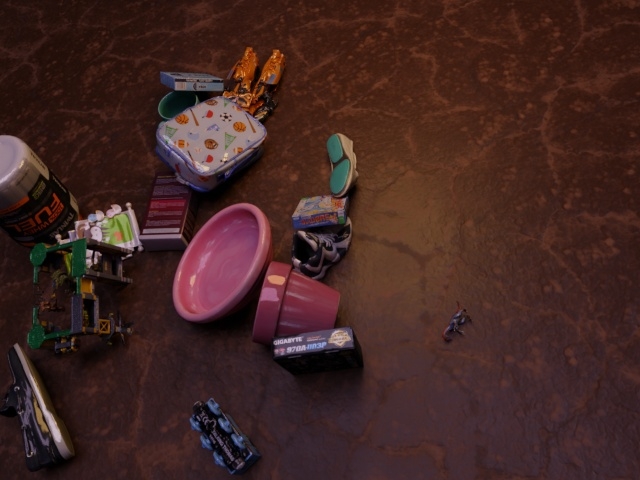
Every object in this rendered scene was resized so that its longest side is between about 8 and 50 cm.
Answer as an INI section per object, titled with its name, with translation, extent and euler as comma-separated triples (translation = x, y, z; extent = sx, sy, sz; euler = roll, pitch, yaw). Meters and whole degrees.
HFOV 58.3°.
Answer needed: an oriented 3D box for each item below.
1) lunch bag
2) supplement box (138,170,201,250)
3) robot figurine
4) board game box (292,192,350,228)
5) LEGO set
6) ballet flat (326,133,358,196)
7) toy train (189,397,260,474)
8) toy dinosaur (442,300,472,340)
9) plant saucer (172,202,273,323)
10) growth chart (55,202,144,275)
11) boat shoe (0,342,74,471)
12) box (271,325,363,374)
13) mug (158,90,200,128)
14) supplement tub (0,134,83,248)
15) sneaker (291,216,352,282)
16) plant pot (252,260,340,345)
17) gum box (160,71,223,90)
[lunch bag]
translation = -0.317, -0.278, 1.678
extent = 0.243, 0.115, 0.303
euler = 41, 56, 10
[supplement box]
translation = -0.430, -0.089, 1.661
extent = 0.130, 0.073, 0.239
euler = -1, 59, 10
[robot figurine]
translation = -0.230, -0.497, 1.863
extent = 0.211, 0.085, 0.291
euler = 10, 61, 18
[board game box]
translation = 0.006, -0.081, 1.518
extent = 0.136, 0.035, 0.201
euler = -7, 17, 7
[LEGO set]
translation = -0.621, 0.145, 1.525
extent = 0.255, 0.192, 0.331
euler = -21, 69, 20
[ballet flat]
translation = 0.072, -0.206, 1.622
extent = 0.086, 0.086, 0.248
euler = -8, 51, 7
[toy train]
translation = -0.217, 0.435, 1.277
extent = 0.080, 0.105, 0.184
euler = -43, 60, -6
[toy dinosaur]
translation = 0.319, 0.199, 1.364
extent = 0.082, 0.047, 0.090
euler = -33, 25, 1
[plant saucer]
translation = -0.238, 0.064, 1.458
extent = 0.332, 0.084, 0.332
euler = -27, 45, 30
[growth chart]
translation = -0.625, 0.000, 1.630
extent = 0.237, 0.021, 0.172
euler = -25, 85, -14
[boat shoe]
translation = -0.714, 0.404, 1.388
extent = 0.113, 0.127, 0.340
euler = -29, 66, -21
[box]
translation = -0.001, 0.251, 1.278
extent = 0.175, 0.220, 0.051
euler = -9, 67, 7
[mug]
translation = -0.452, -0.399, 1.842
extent = 0.158, 0.097, 0.129
euler = -27, 58, -5
[supplement tub]
translation = -0.821, -0.114, 1.600
extent = 0.207, 0.338, 0.207
euler = -5, 59, 8
[sneaker]
translation = 0.000, 0.000, 1.471
extent = 0.094, 0.153, 0.235
euler = 32, 70, 25
[plant pot]
translation = -0.052, 0.164, 1.370
extent = 0.180, 0.201, 0.201
euler = 13, 61, 2
[gum box]
translation = -0.418, -0.515, 1.856
extent = 0.157, 0.041, 0.184
euler = -7, 24, -28
